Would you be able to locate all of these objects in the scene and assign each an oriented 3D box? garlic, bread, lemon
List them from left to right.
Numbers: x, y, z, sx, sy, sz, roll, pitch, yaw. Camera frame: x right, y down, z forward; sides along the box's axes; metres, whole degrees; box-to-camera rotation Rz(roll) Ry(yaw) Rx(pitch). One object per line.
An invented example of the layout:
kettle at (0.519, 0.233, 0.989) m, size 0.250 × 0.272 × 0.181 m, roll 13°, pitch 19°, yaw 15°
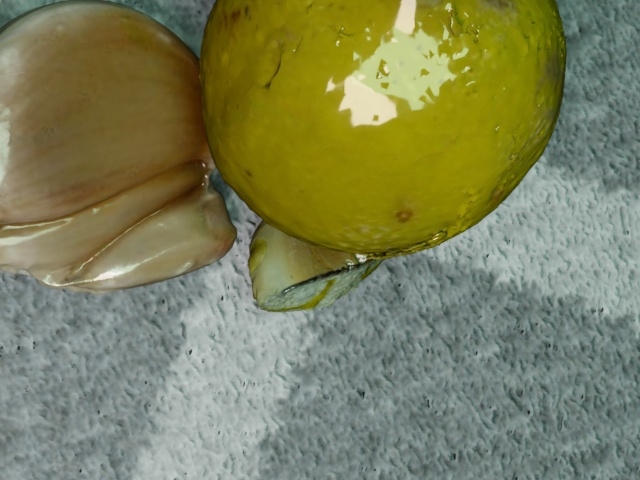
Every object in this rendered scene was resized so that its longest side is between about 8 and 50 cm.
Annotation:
garlic at (-0.183, -0.066, 1.259) m, size 0.228 × 0.110 × 0.217 m, roll -12°, pitch 103°, yaw -33°
bread at (0.000, 0.000, 1.333) m, size 0.094 × 0.083 × 0.157 m, roll 46°, pitch 61°, yaw 1°
lemon at (0.041, -0.119, 1.200) m, size 0.258 × 0.310 × 0.258 m, roll 5°, pitch 71°, yaw -14°

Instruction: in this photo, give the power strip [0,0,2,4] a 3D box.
power strip at (-0.255, -0.169, 1.197) m, size 0.060 × 0.027 × 0.253 m, roll 42°, pitch 44°, yaw -36°
